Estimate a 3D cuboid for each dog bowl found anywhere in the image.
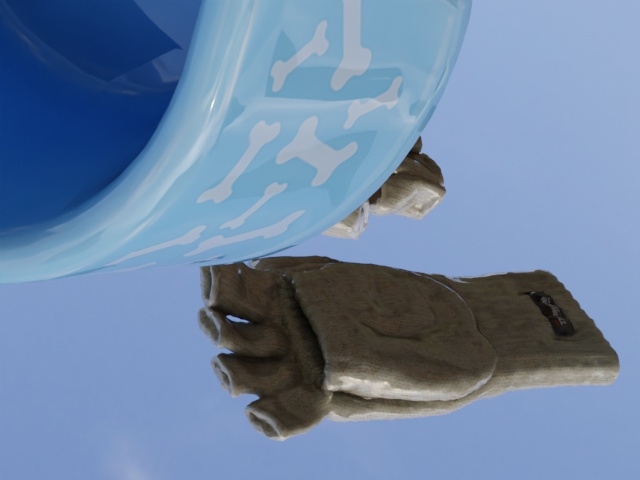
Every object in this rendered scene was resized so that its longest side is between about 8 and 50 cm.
[{"bbox_3d":[-0.039,-0.122,0.359,0.166,0.297,0.074,28,-153,20],"label":"dog bowl"}]

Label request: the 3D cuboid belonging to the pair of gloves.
[{"bbox_3d":[0.000,0.000,0.900,0.204,0.042,0.240,-3,-140,-39],"label":"pair of gloves"}]
